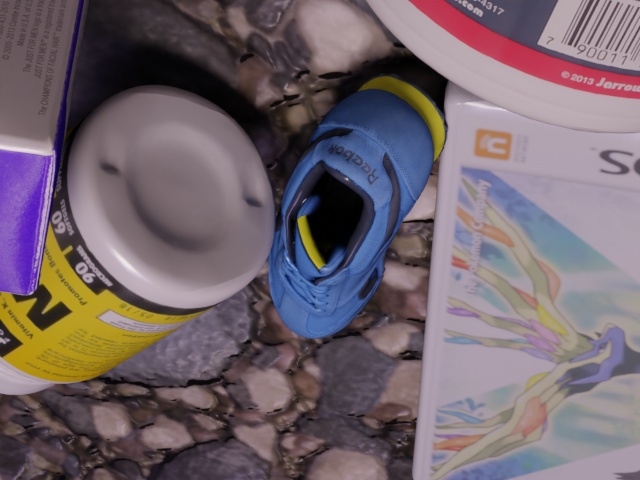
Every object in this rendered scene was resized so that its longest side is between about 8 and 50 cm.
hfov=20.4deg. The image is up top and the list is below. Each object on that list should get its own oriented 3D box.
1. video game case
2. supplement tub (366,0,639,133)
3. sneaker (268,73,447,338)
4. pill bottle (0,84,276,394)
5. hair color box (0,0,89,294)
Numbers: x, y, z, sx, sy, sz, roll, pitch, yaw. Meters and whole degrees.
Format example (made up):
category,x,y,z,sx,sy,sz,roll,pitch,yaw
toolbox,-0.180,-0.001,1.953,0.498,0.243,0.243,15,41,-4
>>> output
category,x,y,z,sx,sy,sz,roll,pitch,yaw
video game case,0.207,0.054,0.985,0.299,0.036,0.329,9,137,7
supplement tub,0.127,-0.189,0.637,0.191,0.191,0.272,19,137,-4
sneaker,0.000,0.000,0.937,0.069,0.082,0.209,36,144,8
pill bottle,-0.126,0.009,0.963,0.119,0.119,0.208,34,143,-20
hair color box,-0.282,-0.097,0.819,0.338,0.185,0.110,10,137,-9
